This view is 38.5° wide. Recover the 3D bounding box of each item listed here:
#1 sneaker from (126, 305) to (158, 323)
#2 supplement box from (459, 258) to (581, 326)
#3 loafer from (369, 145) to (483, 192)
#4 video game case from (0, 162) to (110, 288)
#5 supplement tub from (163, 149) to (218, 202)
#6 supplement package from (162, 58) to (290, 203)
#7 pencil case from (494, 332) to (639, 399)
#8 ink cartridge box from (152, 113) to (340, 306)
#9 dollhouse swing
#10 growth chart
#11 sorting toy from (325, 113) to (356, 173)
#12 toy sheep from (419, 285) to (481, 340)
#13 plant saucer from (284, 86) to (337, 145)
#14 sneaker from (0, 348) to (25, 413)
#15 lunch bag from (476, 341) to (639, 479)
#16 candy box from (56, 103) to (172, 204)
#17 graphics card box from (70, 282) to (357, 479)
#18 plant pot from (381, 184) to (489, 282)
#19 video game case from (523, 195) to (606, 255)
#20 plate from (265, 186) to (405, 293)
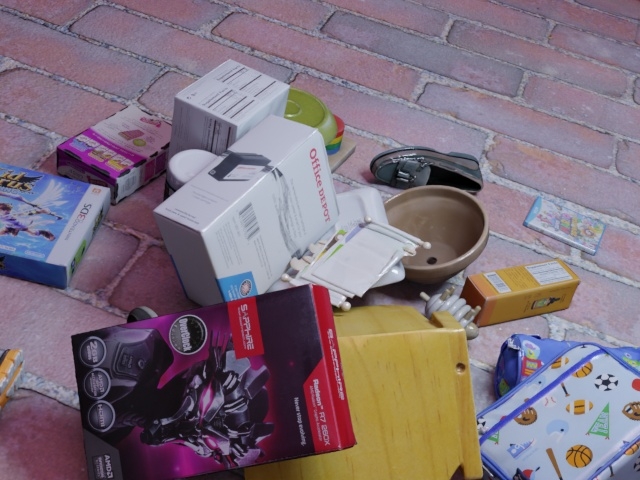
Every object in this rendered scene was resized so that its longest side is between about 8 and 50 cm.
[{"bbox_3d":[-0.300,0.197,1.471,0.118,0.083,0.222,-10,46,-26],"label":"sneaker"},{"bbox_3d":[0.391,0.101,1.797,0.234,0.078,0.080,-7,40,-24],"label":"supplement box"},{"bbox_3d":[0.245,-0.151,2.047,0.268,0.096,0.084,0,47,-20],"label":"loafer"},{"bbox_3d":[-0.557,-0.039,1.696,0.270,0.061,0.244,13,38,-1],"label":"video game case"},{"bbox_3d":[-0.237,-0.065,1.718,0.117,0.190,0.117,9,39,-8],"label":"supplement tub"},{"bbox_3d":[-0.189,-0.189,1.824,0.145,0.261,0.204,26,40,14],"label":"supplement package"},{"bbox_3d":[0.456,0.234,1.620,0.306,0.119,0.133,7,62,-11],"label":"pencil case"},{"bbox_3d":[-0.122,-0.044,1.634,0.129,0.223,0.307,23,54,34],"label":"ink cartridge box"},{"bbox_3d":[0.041,0.251,1.486,0.347,0.305,0.315,-5,80,-6],"label":"dollhouse swing"},{"bbox_3d":[0.059,0.034,1.650,0.237,0.021,0.172,-37,49,-28],"label":"growth chart"},{"bbox_3d":[-0.079,-0.234,2.049,0.257,0.089,0.255,26,40,15],"label":"sorting toy"},{"bbox_3d":[0.239,0.137,1.699,0.132,0.091,0.091,41,46,20],"label":"toy sheep"},{"bbox_3d":[-0.077,-0.277,1.999,0.241,0.037,0.241,8,40,-7],"label":"plant saucer"},{"bbox_3d":[-0.519,0.237,1.367,0.083,0.084,0.215,12,30,2],"label":"sneaker"},{"bbox_3d":[0.380,0.302,1.431,0.303,0.115,0.243,-32,39,-12],"label":"lunch bag"},{"bbox_3d":[-0.409,-0.183,1.904,0.159,0.071,0.233,28,42,18],"label":"candy box"},{"bbox_3d":[-0.154,0.210,1.289,0.371,0.094,0.232,-12,79,11],"label":"graphics card box"},{"bbox_3d":[0.215,0.006,1.805,0.238,0.109,0.237,-8,43,7],"label":"plant pot"},{"bbox_3d":[0.549,-0.035,2.055,0.166,0.015,0.119,25,40,13],"label":"video game case"},{"bbox_3d":[0.000,0.000,1.755,0.278,0.045,0.277,-13,42,0],"label":"plate"}]
